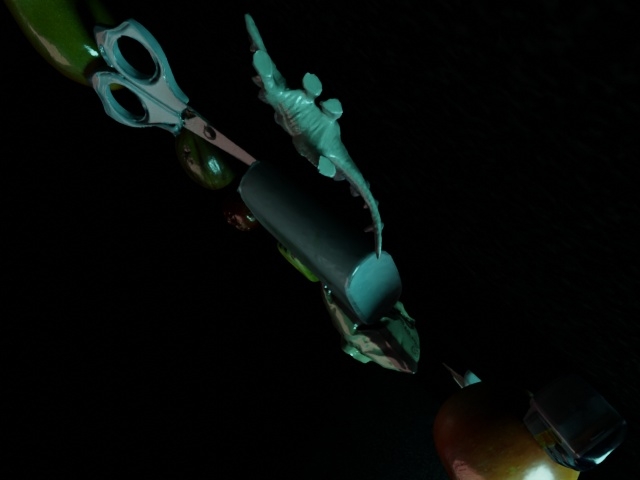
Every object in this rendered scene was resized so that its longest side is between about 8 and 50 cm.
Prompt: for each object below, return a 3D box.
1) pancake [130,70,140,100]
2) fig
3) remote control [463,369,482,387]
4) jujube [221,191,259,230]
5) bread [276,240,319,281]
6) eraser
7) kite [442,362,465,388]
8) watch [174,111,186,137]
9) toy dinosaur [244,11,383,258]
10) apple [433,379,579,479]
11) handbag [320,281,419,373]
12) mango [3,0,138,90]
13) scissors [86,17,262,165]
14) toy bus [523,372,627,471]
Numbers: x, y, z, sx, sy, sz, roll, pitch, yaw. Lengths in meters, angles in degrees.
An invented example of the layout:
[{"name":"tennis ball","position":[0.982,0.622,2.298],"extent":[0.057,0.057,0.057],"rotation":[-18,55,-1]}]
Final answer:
[{"name":"pancake","position":[-0.479,-0.401,1.537],"extent":[0.282,0.049,0.282],"rotation":[43,175,5]},{"name":"fig","position":[-0.191,-0.159,0.992],"extent":[0.109,0.103,0.154],"rotation":[19,147,19]},{"name":"remote control","position":[0.287,0.290,1.033],"extent":[0.103,0.051,0.293],"rotation":[43,173,25]},{"name":"jujube","position":[-0.215,-0.082,1.674],"extent":[0.112,0.109,0.176],"rotation":[11,-176,-21]},{"name":"bread","position":[-0.041,0.035,1.441],"extent":[0.139,0.071,0.130],"rotation":[37,173,46]},{"name":"eraser","position":[0.000,0.000,0.830],"extent":[0.227,0.081,0.174],"rotation":[42,174,31]},{"name":"kite","position":[0.321,0.330,1.270],"extent":[0.127,0.016,0.229],"rotation":[45,175,35]},{"name":"watch","position":[-0.270,-0.230,1.219],"extent":[0.237,0.068,0.195],"rotation":[45,174,37]},{"name":"toy dinosaur","position":[-0.001,-0.076,0.455],"extent":[0.208,0.039,0.082],"rotation":[57,175,-15]},{"name":"apple","position":[0.218,0.240,0.701],"extent":[0.163,0.139,0.163],"rotation":[38,-157,-20]},{"name":"handbag","position":[0.085,0.142,1.023],"extent":[0.213,0.127,0.235],"rotation":[42,176,13]},{"name":"mango","position":[-0.406,-0.357,0.935],"extent":[0.289,0.129,0.146],"rotation":[56,-166,-29]},{"name":"scissors","position":[-0.193,-0.178,0.901],"extent":[0.360,0.029,0.191],"rotation":[36,138,-3]},{"name":"toy bus","position":[0.227,0.169,0.550],"extent":[0.072,0.057,0.172],"rotation":[52,178,27]}]
